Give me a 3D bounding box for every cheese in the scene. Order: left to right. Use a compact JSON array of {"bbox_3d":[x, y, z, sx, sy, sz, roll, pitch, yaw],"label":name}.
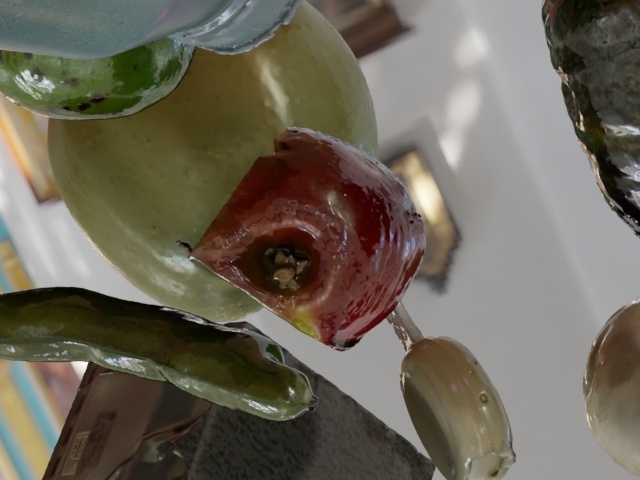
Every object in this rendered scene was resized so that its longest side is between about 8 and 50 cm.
[{"bbox_3d":[0.110,0.133,1.846,0.064,0.227,0.137,-19,145,-16],"label":"cheese"}]

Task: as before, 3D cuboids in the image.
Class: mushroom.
[{"bbox_3d":[0.470,0.200,2.155,0.315,0.356,0.315,-39,-161,16],"label":"mushroom"}]

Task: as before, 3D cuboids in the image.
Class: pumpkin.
[{"bbox_3d":[0.288,-0.139,1.430,0.192,0.320,0.320,-12,-164,29],"label":"pumpkin"}]

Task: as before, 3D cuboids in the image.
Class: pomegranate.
[{"bbox_3d":[-0.197,-0.216,1.644,0.211,0.211,0.263,-39,160,-51],"label":"pomegranate"}]

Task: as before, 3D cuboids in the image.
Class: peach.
[{"bbox_3d":[0.005,0.004,1.555,0.159,0.154,0.267,-51,173,-3],"label":"peach"}]

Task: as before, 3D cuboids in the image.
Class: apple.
[{"bbox_3d":[-0.118,-0.112,2.201,0.312,0.360,0.320,-20,157,-39],"label":"apple"}]

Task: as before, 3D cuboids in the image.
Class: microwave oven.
[{"bbox_3d":[-0.124,0.341,1.904,0.236,0.374,0.432,-12,-130,44],"label":"microwave oven"}]

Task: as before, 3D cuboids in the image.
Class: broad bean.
[{"bbox_3d":[-0.144,0.069,1.100,0.292,0.049,0.144,-1,-155,3],"label":"broad bean"}]

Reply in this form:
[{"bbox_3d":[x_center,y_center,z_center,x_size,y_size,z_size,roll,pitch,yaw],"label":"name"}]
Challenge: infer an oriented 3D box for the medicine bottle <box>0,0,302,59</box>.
[{"bbox_3d":[-0.162,-0.246,1.386,0.245,0.245,0.290,-14,167,43],"label":"medicine bottle"}]
